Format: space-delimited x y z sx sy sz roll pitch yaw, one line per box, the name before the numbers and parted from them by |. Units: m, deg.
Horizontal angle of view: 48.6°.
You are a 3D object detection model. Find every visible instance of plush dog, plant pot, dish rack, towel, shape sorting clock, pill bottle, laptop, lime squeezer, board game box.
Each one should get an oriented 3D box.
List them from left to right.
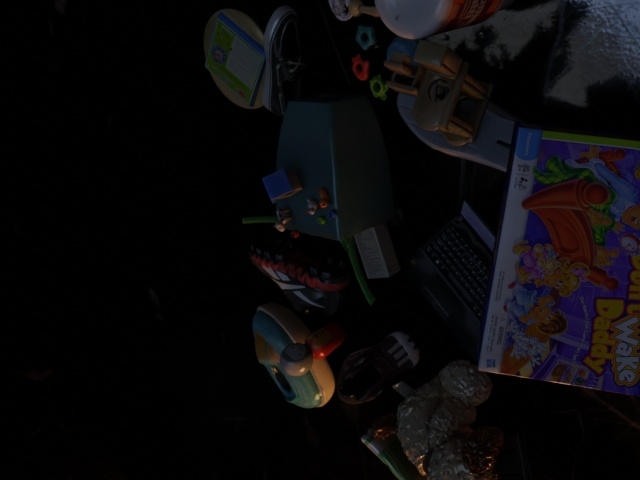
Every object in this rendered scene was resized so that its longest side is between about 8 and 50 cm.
shape sorting clock | -0.165 -0.370 1.450 0.206 0.040 0.206 22 127 32
lime squeezer | 0.000 0.000 1.425 0.310 0.059 0.110 32 96 1
plant pot | 0.020 -0.145 1.298 0.165 0.165 0.234 13 116 41
towel | 0.214 0.494 1.407 0.038 0.248 0.325 -42 75 7
plush dog | 0.230 0.380 1.278 0.225 0.210 0.262 -125 30 -51
pill bottle | 0.183 -0.352 0.971 0.121 0.221 0.121 22 124 36
laptop | 0.254 0.077 1.190 0.234 0.136 0.264 53 129 11
dish rack | 0.346 0.511 1.301 0.074 0.208 0.272 -2 124 8
board game box | 0.358 0.025 0.973 0.233 0.078 0.347 8 106 9

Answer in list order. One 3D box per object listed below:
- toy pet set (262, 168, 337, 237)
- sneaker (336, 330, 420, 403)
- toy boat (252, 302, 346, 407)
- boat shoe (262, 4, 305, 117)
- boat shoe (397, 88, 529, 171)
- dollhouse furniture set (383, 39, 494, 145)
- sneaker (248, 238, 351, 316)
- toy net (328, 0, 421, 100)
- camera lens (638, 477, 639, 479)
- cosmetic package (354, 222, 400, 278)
toy pet set | -0.051 -0.066 1.237 0.122 0.065 0.114 -28 83 44
sneaker | 0.073 0.290 1.470 0.106 0.162 0.281 52 137 12
toy boat | -0.061 0.254 1.557 0.267 0.148 0.318 57 154 3
boat shoe | -0.060 -0.333 1.345 0.070 0.077 0.219 36 141 28
boat shoe | 0.251 -0.163 1.096 0.302 0.094 0.109 36 104 30
dollhouse furniture set | 0.130 -0.216 1.014 0.161 0.182 0.101 23 97 33
sneaker | -0.053 0.084 1.536 0.276 0.097 0.135 20 122 36
toy net | 0.078 -0.361 1.212 0.232 0.045 0.122 56 140 9
camera lens | 0.525 0.479 1.029 0.219 0.274 0.219 23 126 36
cosmetic package | 0.107 0.014 1.379 0.060 0.041 0.115 -5 107 46
